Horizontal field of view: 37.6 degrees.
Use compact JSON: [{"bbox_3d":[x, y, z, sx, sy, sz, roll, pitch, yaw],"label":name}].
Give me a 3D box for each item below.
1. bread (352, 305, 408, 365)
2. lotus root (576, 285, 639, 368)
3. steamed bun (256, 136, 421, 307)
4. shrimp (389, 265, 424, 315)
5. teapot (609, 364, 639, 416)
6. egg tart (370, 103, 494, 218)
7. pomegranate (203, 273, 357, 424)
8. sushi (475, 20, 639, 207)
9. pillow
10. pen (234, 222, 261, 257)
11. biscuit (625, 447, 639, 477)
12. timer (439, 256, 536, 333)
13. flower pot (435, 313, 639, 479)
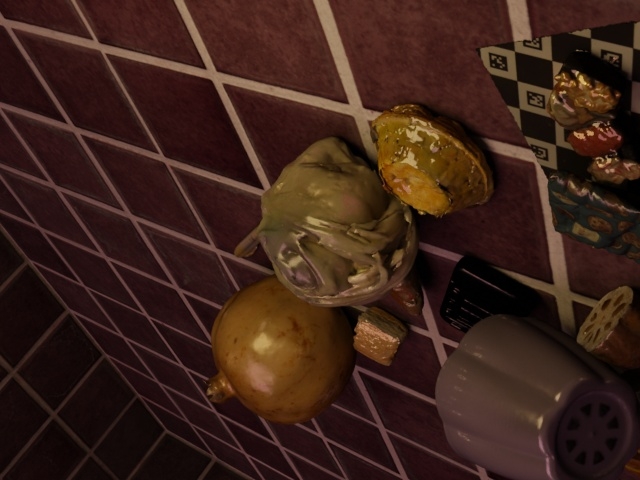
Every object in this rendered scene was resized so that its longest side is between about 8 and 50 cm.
[{"bbox_3d":[0.125,0.193,1.948,0.106,0.082,0.125,23,143,8],"label":"bread"},{"bbox_3d":[0.443,0.127,1.378,0.081,0.112,0.122,28,-173,-2],"label":"lotus root"},{"bbox_3d":[0.000,0.000,1.526,0.268,0.207,0.280,55,144,12],"label":"steamed bun"},{"bbox_3d":[0.110,0.016,1.678,0.154,0.062,0.294,41,157,55],"label":"shrimp"},{"bbox_3d":[0.505,0.259,1.525,0.149,0.111,0.108,19,170,20],"label":"teapot"},{"bbox_3d":[0.155,-0.106,1.391,0.213,0.090,0.212,32,158,14],"label":"egg tart"},{"bbox_3d":[-0.100,0.243,2.024,0.343,0.342,0.342,30,154,16],"label":"pomegranate"},{"bbox_3d":[0.338,-0.123,1.157,0.264,0.050,0.290,3,139,51],"label":"sushi"},{"bbox_3d":[0.412,-0.008,1.216,0.256,0.034,0.189,26,170,23],"label":"pillow"},{"bbox_3d":[-0.141,0.000,2.021,0.040,0.032,0.233,19,159,-16],"label":"pen"},{"bbox_3d":[0.652,0.409,1.663,0.295,0.044,0.186,15,149,40],"label":"biscuit"},{"bbox_3d":[0.287,0.110,1.624,0.144,0.055,0.187,28,149,14],"label":"timer"},{"bbox_3d":[0.350,0.265,1.446,0.265,0.265,0.243,49,169,-23],"label":"flower pot"}]
